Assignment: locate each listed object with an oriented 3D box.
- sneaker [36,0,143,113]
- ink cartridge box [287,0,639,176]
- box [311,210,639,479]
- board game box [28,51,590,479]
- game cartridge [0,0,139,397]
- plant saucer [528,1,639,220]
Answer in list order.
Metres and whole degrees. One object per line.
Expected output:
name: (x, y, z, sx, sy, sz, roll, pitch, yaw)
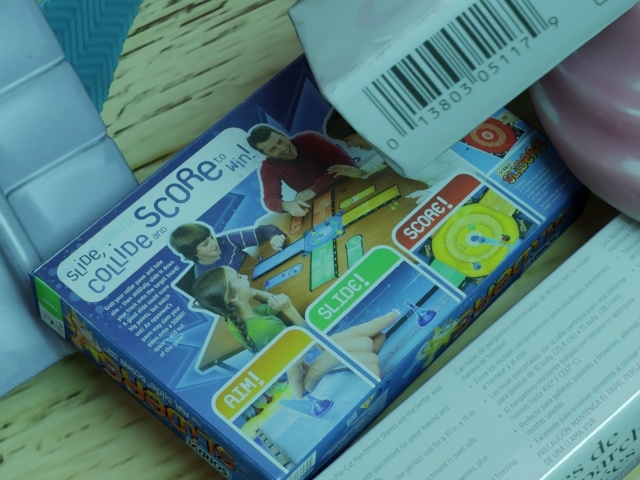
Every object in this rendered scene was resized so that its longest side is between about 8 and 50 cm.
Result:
sneaker: (-0.155, -0.105, 0.765, 0.092, 0.087, 0.229, 6, 57, 27)
ink cartridge box: (0.068, -0.146, 0.628, 0.189, 0.066, 0.232, -38, 34, 12)
box: (0.138, 0.025, 0.619, 0.324, 0.063, 0.067, -41, 59, -9)
board game box: (0.000, 0.000, 0.647, 0.136, 0.035, 0.201, 38, 61, 20)
game cartridge: (-0.251, 0.007, 0.607, 0.355, 0.230, 0.068, -33, 16, -23)
plant saucer: (0.222, -0.142, 0.601, 0.332, 0.084, 0.332, -25, 34, 18)
